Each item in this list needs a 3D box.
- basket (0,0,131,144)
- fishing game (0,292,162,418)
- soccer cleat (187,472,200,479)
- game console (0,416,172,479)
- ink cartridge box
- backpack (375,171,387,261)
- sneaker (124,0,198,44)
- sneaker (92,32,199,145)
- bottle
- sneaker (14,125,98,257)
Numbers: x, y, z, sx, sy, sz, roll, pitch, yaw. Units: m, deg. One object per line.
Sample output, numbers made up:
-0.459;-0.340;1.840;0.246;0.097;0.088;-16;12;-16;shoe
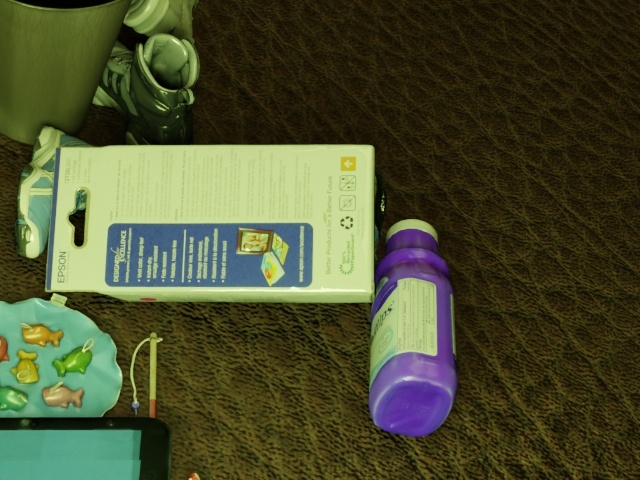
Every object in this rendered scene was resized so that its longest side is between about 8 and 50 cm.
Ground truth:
-0.339;-0.242;1.589;0.204;0.227;0.154;-19;56;-38;basket
-0.297;0.128;1.361;0.264;0.041;0.189;9;46;-15;fishing game
-0.117;0.273;1.295;0.036;0.029;0.083;8;46;-29;soccer cleat
-0.283;0.217;1.139;0.293;0.250;0.173;0;70;-4;game console
-0.121;-0.019;1.470;0.371;0.069;0.175;1;76;2;ink cartridge box
0.000;0.000;1.554;0.158;0.117;0.173;-1;72;11;backpack
-0.236;-0.364;1.887;0.115;0.105;0.281;41;26;-32;sneaker
-0.233;-0.224;1.671;0.101;0.153;0.268;-14;53;-34;sneaker
0.108;0.092;1.513;0.092;0.118;0.282;14;43;-9;bottle
-0.312;-0.060;1.520;0.081;0.080;0.211;13;43;-6;sneaker
